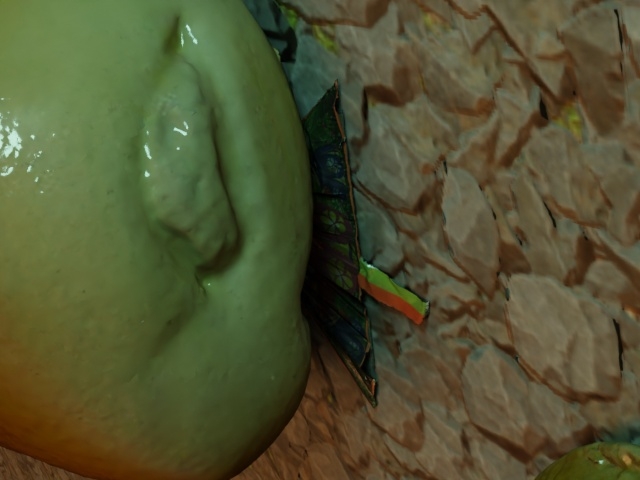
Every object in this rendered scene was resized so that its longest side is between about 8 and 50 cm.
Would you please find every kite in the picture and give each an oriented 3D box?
[{"bbox_3d":[0.000,0.000,0.755,0.183,0.014,0.241,32,139,39],"label":"kite"}]

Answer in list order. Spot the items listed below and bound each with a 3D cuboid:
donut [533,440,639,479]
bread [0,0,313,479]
[{"bbox_3d":[0.175,0.264,0.562,0.330,0.160,0.330,47,155,29],"label":"donut"},{"bbox_3d":[-0.176,-0.016,0.762,0.376,0.253,0.348,5,110,56],"label":"bread"}]
